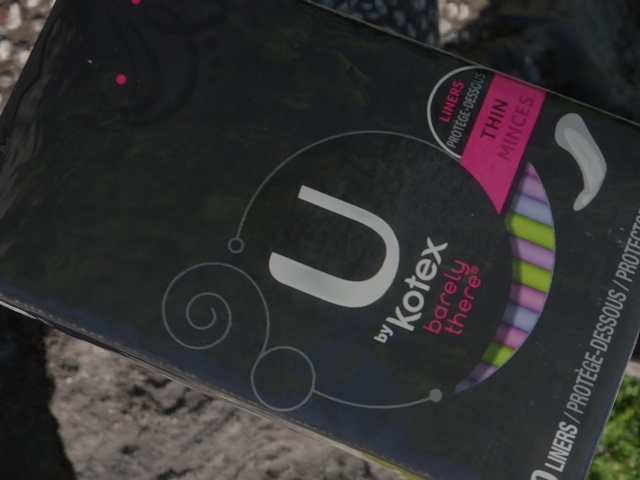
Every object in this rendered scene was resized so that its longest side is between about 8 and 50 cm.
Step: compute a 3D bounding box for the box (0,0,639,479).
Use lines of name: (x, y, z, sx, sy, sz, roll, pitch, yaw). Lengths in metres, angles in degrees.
box: (0.000, 0.000, 0.500, 0.143, 0.270, 0.165, 77, 34, -78)
